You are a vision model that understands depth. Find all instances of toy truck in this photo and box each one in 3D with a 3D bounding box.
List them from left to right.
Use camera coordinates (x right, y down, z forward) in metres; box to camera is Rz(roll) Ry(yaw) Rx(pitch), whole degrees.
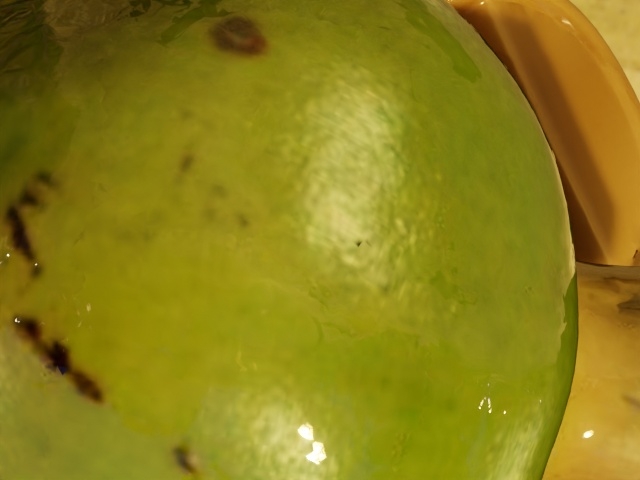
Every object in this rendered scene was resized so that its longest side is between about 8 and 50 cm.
[{"bbox_3d":[0.050,-0.019,0.924,0.288,0.204,0.211,-23,178,-39],"label":"toy truck"}]

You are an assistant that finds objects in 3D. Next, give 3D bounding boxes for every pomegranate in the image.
[{"bbox_3d":[0.000,0.000,0.624,0.358,0.216,0.310,7,176,-9],"label":"pomegranate"}]
